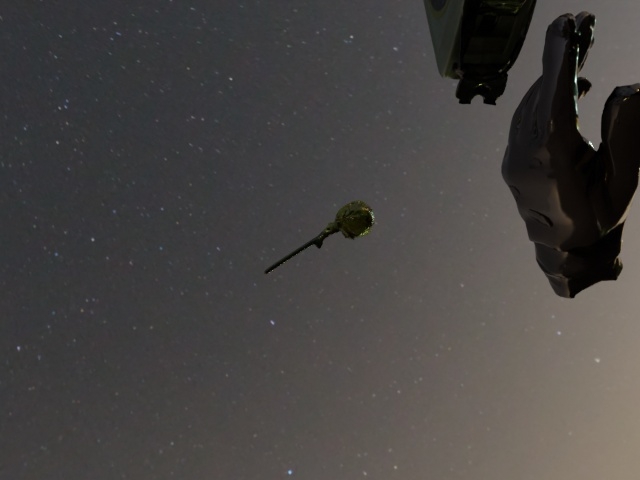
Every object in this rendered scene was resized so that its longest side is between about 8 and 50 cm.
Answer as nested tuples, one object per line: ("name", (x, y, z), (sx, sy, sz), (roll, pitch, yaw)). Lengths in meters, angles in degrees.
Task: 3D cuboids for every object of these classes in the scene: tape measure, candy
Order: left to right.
("candy", (0.000, 0.000, 0.534), (0.123, 0.035, 0.035), (-30, -32, -21))
("tape measure", (0.202, -0.320, 0.686), (0.115, 0.235, 0.207), (1, -30, -7))

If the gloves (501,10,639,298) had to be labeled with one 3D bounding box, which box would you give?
("gloves", (0.240, -0.066, 0.536), (0.119, 0.142, 0.285), (-26, -63, -25))
